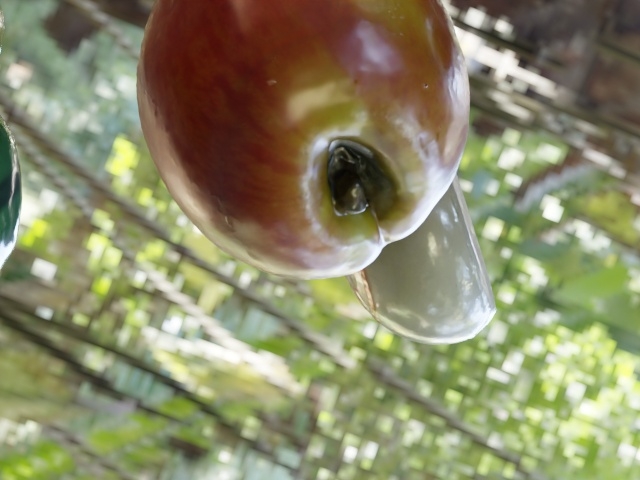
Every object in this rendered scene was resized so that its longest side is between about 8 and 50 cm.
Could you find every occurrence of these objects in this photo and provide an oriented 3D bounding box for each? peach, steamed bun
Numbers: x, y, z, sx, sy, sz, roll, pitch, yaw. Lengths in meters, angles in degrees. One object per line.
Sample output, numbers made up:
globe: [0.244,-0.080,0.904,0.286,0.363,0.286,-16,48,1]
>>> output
peach: [-0.017,-0.112,1.464,0.238,0.281,0.281,-25,-168,-6]
steamed bun: [0.089,0.004,2.103,0.232,0.145,0.232,-17,90,-84]

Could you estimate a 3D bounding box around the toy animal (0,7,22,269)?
toy animal: [-0.315,-0.107,1.387,0.191,0.216,0.338,-99,175,-78]
